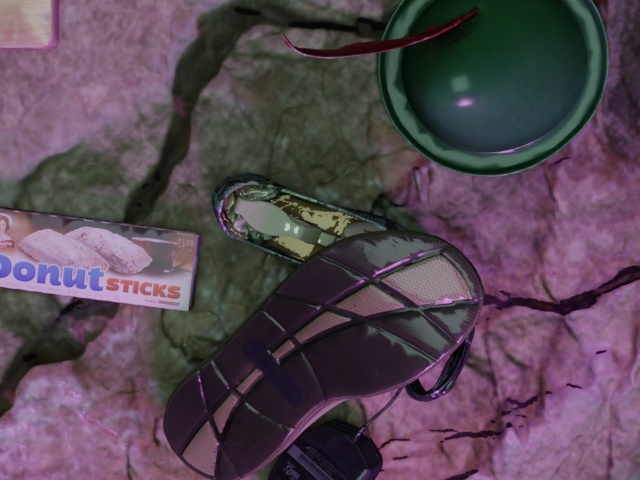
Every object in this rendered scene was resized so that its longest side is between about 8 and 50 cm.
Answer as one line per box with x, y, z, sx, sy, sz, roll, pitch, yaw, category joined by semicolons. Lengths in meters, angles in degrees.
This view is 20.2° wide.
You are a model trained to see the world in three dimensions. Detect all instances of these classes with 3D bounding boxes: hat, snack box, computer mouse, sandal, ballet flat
0.114;-0.126;1.329;0.208;0.183;0.173;-30;90;8;hat
-0.188;0.014;1.455;0.178;0.022;0.064;7;96;6;snack box
0.041;0.147;1.434;0.071;0.041;0.242;43;93;23;computer mouse
-0.003;0.081;1.397;0.303;0.086;0.120;-34;91;30;sandal
0.000;0.000;1.411;0.188;0.070;0.070;18;96;5;ballet flat

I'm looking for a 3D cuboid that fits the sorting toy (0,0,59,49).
-0.343;-0.281;1.420;0.257;0.089;0.255;1;94;6;sorting toy
